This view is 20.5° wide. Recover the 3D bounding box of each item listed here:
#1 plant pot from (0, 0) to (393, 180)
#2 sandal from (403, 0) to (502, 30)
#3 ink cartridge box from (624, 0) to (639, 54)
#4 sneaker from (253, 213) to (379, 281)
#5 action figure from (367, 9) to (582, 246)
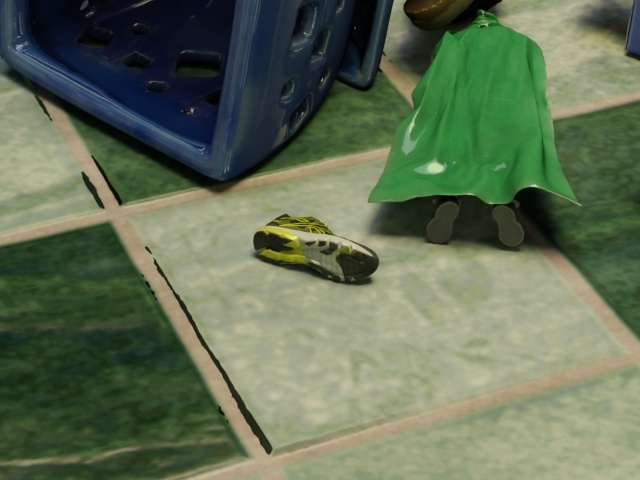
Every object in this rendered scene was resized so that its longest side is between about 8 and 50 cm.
[{"bbox_3d":[-0.070,-0.213,1.246,0.236,0.236,0.212,30,38,28],"label":"plant pot"},{"bbox_3d":[0.117,-0.199,1.356,0.060,0.090,0.219,46,20,-10],"label":"sandal"},{"bbox_3d":[0.370,-0.174,1.360,0.311,0.065,0.186,24,42,21],"label":"ink cartridge box"},{"bbox_3d":[0.000,0.000,1.130,0.083,0.031,0.035,15,39,15],"label":"sneaker"},{"bbox_3d":[0.112,-0.089,1.228,0.137,0.063,0.232,5,42,5],"label":"action figure"}]
